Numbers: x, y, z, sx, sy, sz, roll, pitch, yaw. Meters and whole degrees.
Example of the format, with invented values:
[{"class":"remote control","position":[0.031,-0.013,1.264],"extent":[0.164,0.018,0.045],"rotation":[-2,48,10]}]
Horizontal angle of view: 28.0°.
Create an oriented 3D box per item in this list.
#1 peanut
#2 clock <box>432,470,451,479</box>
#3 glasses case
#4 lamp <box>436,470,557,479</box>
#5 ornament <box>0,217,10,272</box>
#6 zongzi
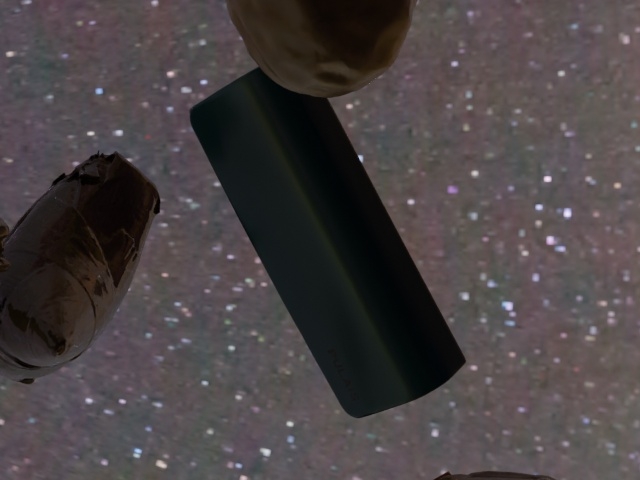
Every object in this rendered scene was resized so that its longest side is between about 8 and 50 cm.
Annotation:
[{"class":"peanut","position":[-0.005,-0.208,0.630],"extent":[0.125,0.111,0.274],"rotation":[-20,-68,-20]},{"class":"clock","position":[0.037,0.323,1.191],"extent":[0.255,0.220,0.106],"rotation":[-31,-103,3]},{"class":"glasses case","position":[-0.002,0.001,1.082],"extent":[0.301,0.117,0.070],"rotation":[61,-145,-5]},{"class":"lamp","position":[0.089,0.221,0.659],"extent":[0.161,0.161,0.185],"rotation":[51,-138,-31]},{"class":"ornament","position":[-0.360,0.006,1.077],"extent":[0.201,0.180,0.059],"rotation":[1,-81,-20]},{"class":"zongzi","position":[-0.236,0.018,1.317],"extent":[0.145,0.300,0.274],"rotation":[41,-113,-19]}]
